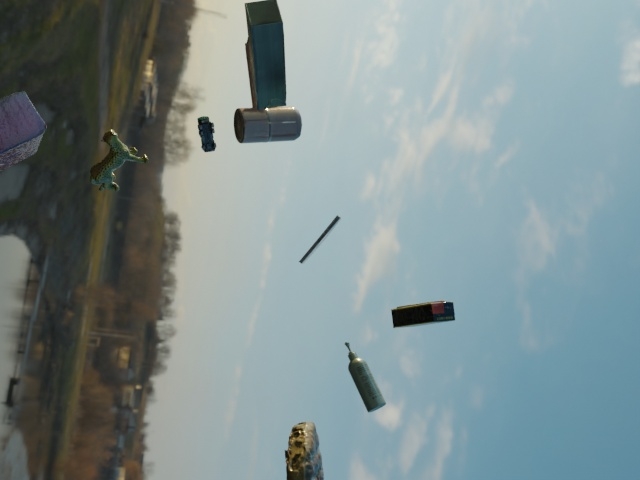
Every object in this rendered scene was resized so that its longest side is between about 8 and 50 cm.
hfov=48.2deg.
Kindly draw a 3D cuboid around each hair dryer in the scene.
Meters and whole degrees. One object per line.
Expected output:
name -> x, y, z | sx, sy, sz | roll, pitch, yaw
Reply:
hair dryer -> -0.167, -0.461, 2.112 | 0.107, 0.189, 0.344 | 172, -89, -69

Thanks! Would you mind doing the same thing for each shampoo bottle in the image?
shampoo bottle -> 0.112, 0.363, 1.926 | 0.195, 0.056, 0.056 | 65, -29, 21

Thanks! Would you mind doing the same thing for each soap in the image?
soap -> -0.569, -0.160, 1.205 | 0.081, 0.181, 0.259 | 63, -23, -10

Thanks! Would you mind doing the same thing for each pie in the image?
pie -> -0.019, 0.367, 1.052 | 0.195, 0.046, 0.195 | -7, 90, -87

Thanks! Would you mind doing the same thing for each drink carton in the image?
drink carton -> 0.250, 0.181, 1.758 | 0.165, 0.071, 0.056 | -21, -104, 57

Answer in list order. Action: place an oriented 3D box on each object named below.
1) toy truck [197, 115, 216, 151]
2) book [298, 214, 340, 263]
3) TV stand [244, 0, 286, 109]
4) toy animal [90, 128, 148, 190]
toy truck -> -0.284, -0.265, 1.780 | 0.044, 0.039, 0.083 | -128, -152, -56
book -> 0.000, 0.000, 2.156 | 0.182, 0.014, 0.127 | -50, 176, -1
TV stand -> -0.131, -0.448, 1.748 | 0.269, 0.083, 0.088 | 92, -15, -56
toy animal -> -0.562, -0.201, 1.894 | 0.181, 0.136, 0.073 | -42, -113, 13
